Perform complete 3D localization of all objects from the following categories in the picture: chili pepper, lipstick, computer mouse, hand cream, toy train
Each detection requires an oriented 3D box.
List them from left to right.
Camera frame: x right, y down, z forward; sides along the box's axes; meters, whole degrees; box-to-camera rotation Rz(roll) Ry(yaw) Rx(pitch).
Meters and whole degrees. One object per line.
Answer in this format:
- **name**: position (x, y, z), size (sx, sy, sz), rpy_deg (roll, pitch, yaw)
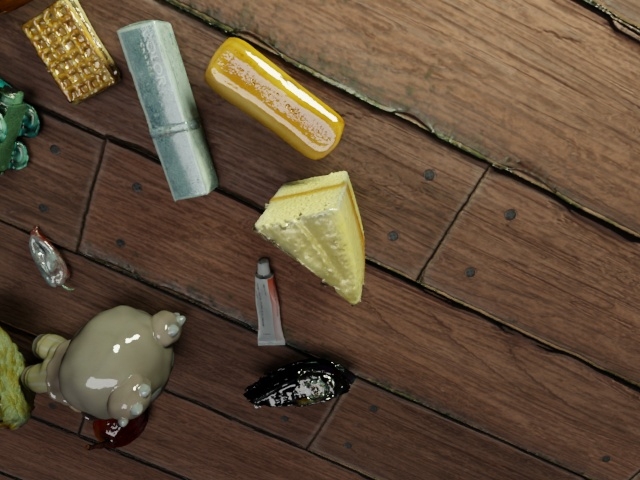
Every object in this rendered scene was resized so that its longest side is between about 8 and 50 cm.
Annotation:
- **toy train**: position (-0.603, -0.204, 0.820), size (0.154, 0.107, 0.198), rpy_deg (36, 114, -1)
- **chili pepper**: position (-0.564, 0.043, 0.959), size (0.050, 0.041, 0.153), rpy_deg (-28, 114, -27)
- **lipstick**: position (-0.253, -0.217, 0.786), size (0.078, 0.076, 0.289), rpy_deg (-8, 113, 12)
- **hand cream**: position (-0.107, 0.133, 0.953), size (0.052, 0.038, 0.216), rpy_deg (15, 124, 26)
- **computer mouse**: position (-0.045, 0.293, 0.968), size (0.242, 0.146, 0.077), rpy_deg (-10, 85, 2)

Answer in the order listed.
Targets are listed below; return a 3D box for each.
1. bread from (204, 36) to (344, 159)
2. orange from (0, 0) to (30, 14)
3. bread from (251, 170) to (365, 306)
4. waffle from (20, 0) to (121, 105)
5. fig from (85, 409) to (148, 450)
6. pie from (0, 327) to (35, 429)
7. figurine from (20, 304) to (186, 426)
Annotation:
- **bread**: position (-0.072, -0.227, 0.762), size (0.239, 0.074, 0.092), rpy_deg (35, 97, -11)
- **orange**: position (-0.506, -0.423, 0.609), size (0.284, 0.284, 0.226), rpy_deg (-4, 107, 8)
- **bread**: position (0.000, 0.000, 0.763), size (0.135, 0.240, 0.178), rpy_deg (-12, 112, 12)
- **waffle**: position (-0.417, -0.317, 0.779), size (0.103, 0.042, 0.148), rpy_deg (-22, 110, 14)
- **fig**: position (-0.469, 0.418, 1.072), size (0.129, 0.150, 0.128), rpy_deg (2, 79, -9)
- **pie**: position (-0.700, 0.277, 0.992), size (0.106, 0.257, 0.274), rpy_deg (-24, 108, -31)
- **figurine**: position (-0.466, 0.251, 0.961), size (0.381, 0.248, 0.203), rpy_deg (-9, 129, 26)
